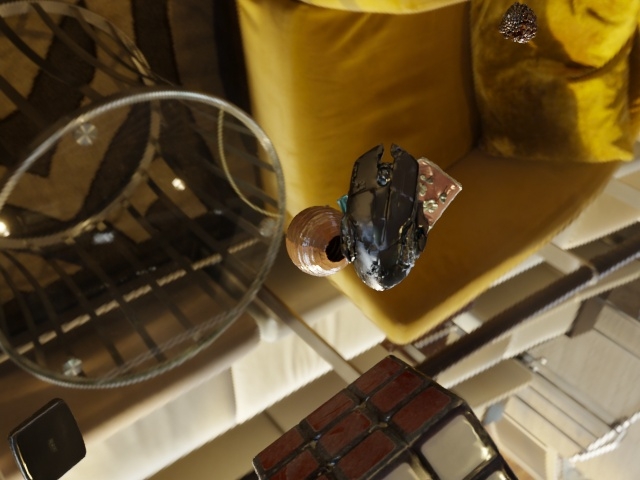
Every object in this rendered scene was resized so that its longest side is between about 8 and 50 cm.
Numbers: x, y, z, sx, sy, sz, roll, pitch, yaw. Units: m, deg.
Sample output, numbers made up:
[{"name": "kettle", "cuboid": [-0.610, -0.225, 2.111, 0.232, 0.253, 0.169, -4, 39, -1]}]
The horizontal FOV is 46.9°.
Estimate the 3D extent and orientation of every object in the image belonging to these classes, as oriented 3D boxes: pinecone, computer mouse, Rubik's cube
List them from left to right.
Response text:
[{"name": "computer mouse", "cuboid": [0.102, -0.038, 1.187, 0.077, 0.146, 0.242, 26, 67, -82]}, {"name": "Rubik's cube", "cuboid": [0.117, 0.397, 1.101, 0.303, 0.305, 0.301, -36, 103, -8]}, {"name": "pinecone", "cuboid": [0.398, -0.430, 1.467, 0.083, 0.077, 0.077, 14, 109, -35]}]

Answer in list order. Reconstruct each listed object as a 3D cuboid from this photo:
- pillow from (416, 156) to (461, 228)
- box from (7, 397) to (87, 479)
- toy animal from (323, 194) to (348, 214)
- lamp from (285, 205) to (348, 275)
[{"name": "pillow", "cuboid": [0.199, -0.068, 1.636, 0.232, 0.126, 0.043, -52, -175, 19]}, {"name": "box", "cuboid": [-0.474, 0.356, 1.279, 0.125, 0.027, 0.126, -39, 116, -53]}, {"name": "toy animal", "cuboid": [0.080, 0.000, 1.631, 0.100, 0.103, 0.208, -29, 99, 16]}, {"name": "lamp", "cuboid": [0.000, 0.000, 1.399, 0.136, 0.136, 0.136, -25, 134, -29]}]
